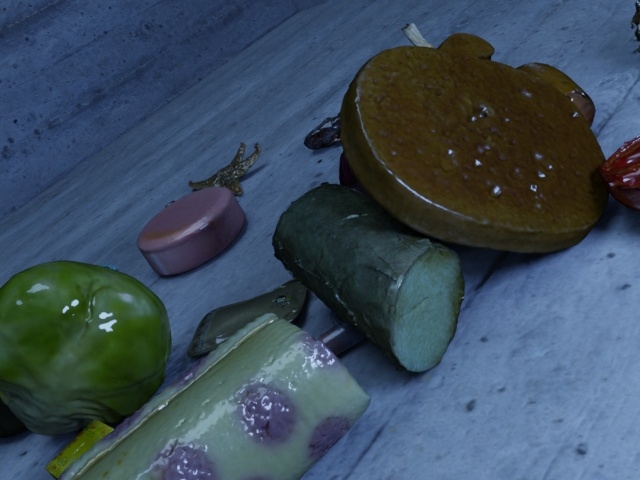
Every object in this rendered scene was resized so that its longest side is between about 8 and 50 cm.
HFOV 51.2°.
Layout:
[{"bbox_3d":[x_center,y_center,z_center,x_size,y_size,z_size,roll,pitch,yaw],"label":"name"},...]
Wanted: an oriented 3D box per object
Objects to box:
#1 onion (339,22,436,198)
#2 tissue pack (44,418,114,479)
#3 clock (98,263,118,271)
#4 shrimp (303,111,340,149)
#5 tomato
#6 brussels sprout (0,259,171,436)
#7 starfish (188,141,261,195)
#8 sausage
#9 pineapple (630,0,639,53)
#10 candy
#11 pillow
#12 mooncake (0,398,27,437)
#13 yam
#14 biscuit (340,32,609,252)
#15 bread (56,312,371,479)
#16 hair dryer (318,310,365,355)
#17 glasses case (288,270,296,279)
[{"bbox_3d":[0.177,-0.129,1.049,0.230,0.272,0.256,24,62,20],"label":"onion"},{"bbox_3d":[-0.289,0.314,0.906,0.176,0.062,0.095,2,39,49],"label":"tissue pack"},{"bbox_3d":[-0.509,0.101,1.541,0.147,0.045,0.108,-6,35,38],"label":"clock"},{"bbox_3d":[0.046,-0.281,1.655,0.190,0.075,0.073,-34,-7,4],"label":"shrimp"},{"bbox_3d":[0.475,-0.091,0.837,0.228,0.101,0.228,-28,18,10],"label":"tomato"},{"bbox_3d":[-0.368,0.170,1.033,0.274,0.316,0.242,-14,41,-19],"label":"brussels sprout"},{"bbox_3d":[-0.252,-0.180,1.796,0.295,0.048,0.231,7,53,54],"label":"starfish"},{"bbox_3d":[0.405,-0.265,1.221,0.109,0.109,0.270,-25,23,9],"label":"sausage"},{"bbox_3d":[0.635,-0.399,1.183,0.193,0.166,0.166,-46,26,2],"label":"pineapple"},{"bbox_3d":[-0.290,-0.027,1.494,0.255,0.094,0.255,-23,26,12],"label":"candy"},{"bbox_3d":[-0.121,0.130,1.106,0.217,0.033,0.130,-19,26,20],"label":"pillow"},{"bbox_3d":[-0.545,0.250,1.221,0.228,0.124,0.228,-20,24,9],"label":"mooncake"},{"bbox_3d":[0.067,0.036,0.896,0.168,0.168,0.304,-36,37,-15],"label":"yam"},{"bbox_3d":[0.210,-0.138,0.907,0.070,0.394,0.350,126,150,-53],"label":"biscuit"},{"bbox_3d":[-0.120,0.239,0.767,0.338,0.155,0.187,-39,21,-17],"label":"bread"},{"bbox_3d":[0.024,0.125,0.973,0.063,0.037,0.114,-31,18,-1],"label":"hair dryer"},{"bbox_3d":[0.000,0.000,1.199,0.081,0.051,0.204,-15,29,30],"label":"glasses case"}]
